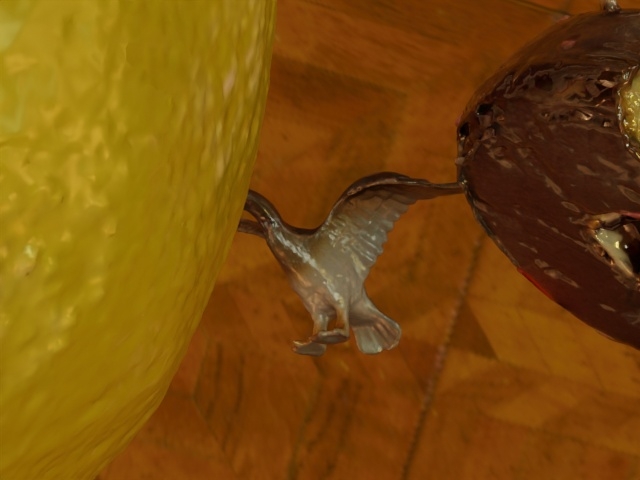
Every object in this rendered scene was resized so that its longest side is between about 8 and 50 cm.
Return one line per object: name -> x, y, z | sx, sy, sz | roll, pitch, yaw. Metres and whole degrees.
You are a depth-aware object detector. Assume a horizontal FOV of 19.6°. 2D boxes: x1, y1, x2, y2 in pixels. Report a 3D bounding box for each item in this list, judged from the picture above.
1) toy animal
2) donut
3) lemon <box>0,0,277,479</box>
toy animal -> -0.002, 0.014, 1.575 | 0.197, 0.272, 0.160 | 5, 69, -47
donut -> 0.242, -0.027, 1.345 | 0.345, 0.259, 0.136 | 43, 67, -23
lemon -> -0.177, -0.080, 0.538 | 0.364, 0.364, 0.364 | -1, 102, -6
